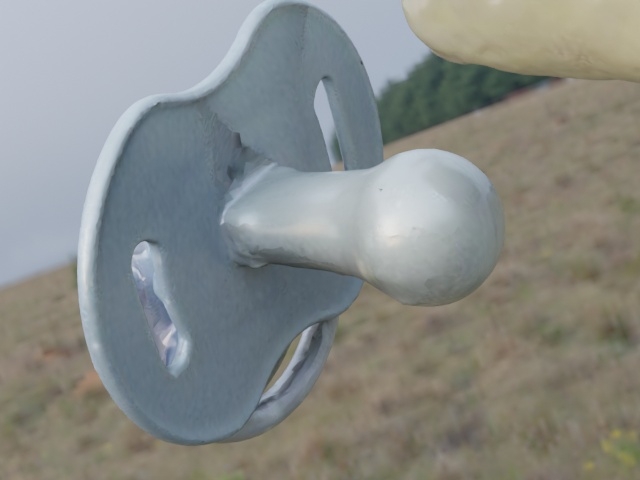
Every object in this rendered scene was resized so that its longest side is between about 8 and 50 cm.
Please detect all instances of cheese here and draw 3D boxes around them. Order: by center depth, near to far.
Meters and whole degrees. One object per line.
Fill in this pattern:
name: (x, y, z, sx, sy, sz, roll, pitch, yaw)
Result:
cheese: (0.201, -0.166, 0.824, 0.247, 0.174, 0.251, -19, 20, -34)

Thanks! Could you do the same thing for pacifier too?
pacifier: (0.000, 0.000, 0.948, 0.233, 0.244, 0.299, 1, 32, 36)
